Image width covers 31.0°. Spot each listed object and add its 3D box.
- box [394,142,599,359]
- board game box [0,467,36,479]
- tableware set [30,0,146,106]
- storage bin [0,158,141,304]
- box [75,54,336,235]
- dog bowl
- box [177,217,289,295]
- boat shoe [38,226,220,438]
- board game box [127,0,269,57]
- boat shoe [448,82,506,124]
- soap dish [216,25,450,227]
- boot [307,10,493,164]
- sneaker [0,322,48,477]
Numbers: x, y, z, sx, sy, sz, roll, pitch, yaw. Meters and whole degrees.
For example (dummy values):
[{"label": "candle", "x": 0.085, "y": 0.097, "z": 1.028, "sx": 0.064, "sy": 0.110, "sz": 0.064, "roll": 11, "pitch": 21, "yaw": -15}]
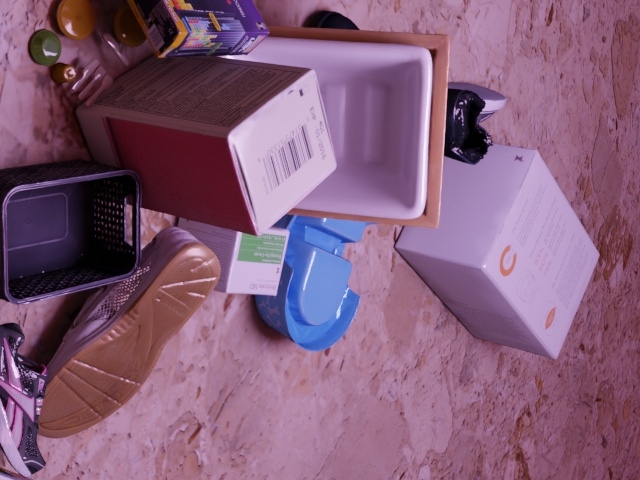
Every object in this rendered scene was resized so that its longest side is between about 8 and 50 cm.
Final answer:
[{"label": "box", "x": 0.300, "y": 0.017, "z": 1.894, "sx": 0.345, "sy": 0.168, "sz": 0.215, "roll": 46, "pitch": 64, "yaw": -48}, {"label": "board game box", "x": -0.325, "y": 0.262, "z": 1.217, "sx": 0.154, "sy": 0.103, "sz": 0.026, "roll": 40, "pitch": 69, "yaw": -50}, {"label": "tableware set", "x": -0.243, "y": -0.228, "z": 1.245, "sx": 0.154, "sy": 0.024, "sz": 0.104, "roll": -56, "pitch": 130, "yaw": -23}, {"label": "storage bin", "x": -0.282, "y": -0.013, "z": 1.208, "sx": 0.180, "sy": 0.084, "sz": 0.122, "roll": -14, "pitch": 111, "yaw": -49}, {"label": "box", "x": -0.123, "y": -0.111, "z": 1.257, "sx": 0.148, "sy": 0.232, "sz": 0.126, "roll": -43, "pitch": 132, "yaw": -36}, {"label": "dog bowl", "x": 0.000, "y": 0.000, "z": 1.582, "sx": 0.166, "sy": 0.074, "sz": 0.297, "roll": 24, "pitch": 82, "yaw": -52}, {"label": "box", "x": -0.112, "y": 0.015, "z": 1.418, "sx": 0.101, "sy": 0.102, "sz": 0.087, "roll": 7, "pitch": 97, "yaw": -54}, {"label": "boat shoe", "x": -0.231, "y": 0.100, "z": 1.300, "sx": 0.277, "sy": 0.096, "sz": 0.098, "roll": -46, "pitch": 132, "yaw": -4}, {"label": "board game box", "x": -0.150, "y": -0.280, "z": 1.247, "sx": 0.141, "sy": 0.048, "sz": 0.170, "roll": -14, "pitch": 71, "yaw": -49}, {"label": "boat shoe", "x": 0.207, "y": -0.193, "z": 1.794, "sx": 0.228, "sy": 0.080, "sz": 0.076, "roll": -20, "pitch": 133, "yaw": -51}, {"label": "soap dish", "x": 0.016, "y": -0.143, "z": 1.405, "sx": 0.118, "sy": 0.291, "sz": 0.228, "roll": -33, "pitch": 127, "yaw": -67}, {"label": "boot", "x": 0.112, "y": -0.206, "z": 1.554, "sx": 0.094, "sy": 0.207, "sz": 0.246, "roll": -57, "pitch": 138, "yaw": -24}, {"label": "sneaker", "x": -0.314, "y": 0.165, "z": 1.204, "sx": 0.077, "sy": 0.072, "sz": 0.178, "roll": -25, "pitch": 120, "yaw": -19}]
